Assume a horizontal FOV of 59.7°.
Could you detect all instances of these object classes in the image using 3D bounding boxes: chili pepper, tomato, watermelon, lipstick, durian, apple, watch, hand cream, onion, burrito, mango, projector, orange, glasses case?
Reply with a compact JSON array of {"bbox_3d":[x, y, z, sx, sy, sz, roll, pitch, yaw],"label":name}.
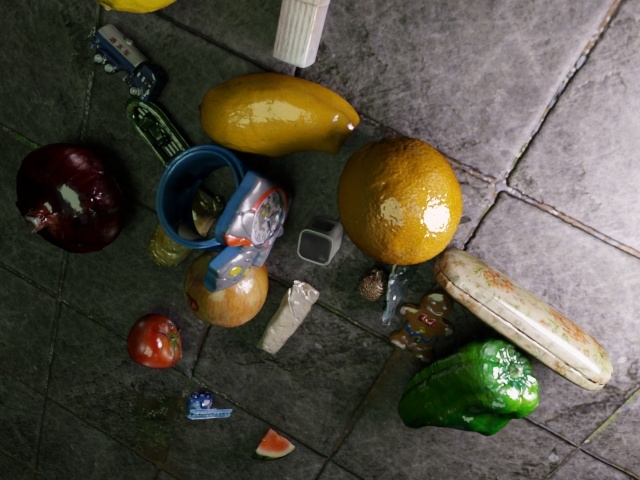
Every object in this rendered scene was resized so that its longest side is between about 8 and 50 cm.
[{"bbox_3d":[0.330,0.364,1.281,0.213,0.167,0.385,32,143,-7],"label":"chili pepper"},{"bbox_3d":[-0.488,0.296,1.625,0.167,0.167,0.167,9,118,18],"label":"tomato"},{"bbox_3d":[-0.157,0.623,1.698,0.125,0.135,0.094,-3,77,26],"label":"watermelon"},{"bbox_3d":[-0.014,-0.529,1.070,0.080,0.076,0.371,22,121,9],"label":"lipstick"},{"bbox_3d":[0.125,0.103,1.326,0.080,0.080,0.091,20,143,12],"label":"durian"},{"bbox_3d":[-0.236,0.111,1.402,0.211,0.211,0.188,19,127,13],"label":"apple"},{"bbox_3d":[-0.242,-0.052,1.290,0.274,0.241,0.305,27,90,20],"label":"watch"},{"bbox_3d":[0.196,0.085,1.293,0.052,0.075,0.247,35,122,37],"label":"hand cream"},{"bbox_3d":[-0.657,-0.103,1.448,0.314,0.232,0.314,10,118,19],"label":"onion"},{"bbox_3d":[-0.098,0.216,1.486,0.082,0.059,0.275,28,123,-10],"label":"burrito"},{"bbox_3d":[-0.094,-0.268,1.198,0.359,0.144,0.187,1,127,15],"label":"mango"},{"bbox_3d":[0.000,0.000,1.324,0.083,0.082,0.083,18,120,12],"label":"projector"},{"bbox_3d":[0.157,-0.084,1.134,0.264,0.264,0.264,9,118,18],"label":"orange"},{"bbox_3d":[0.428,0.162,1.188,0.425,0.156,0.098,35,114,3],"label":"glasses case"}]

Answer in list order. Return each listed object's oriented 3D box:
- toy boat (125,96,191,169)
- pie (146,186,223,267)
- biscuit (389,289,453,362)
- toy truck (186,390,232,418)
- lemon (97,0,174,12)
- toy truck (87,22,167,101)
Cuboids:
[{"bbox_3d":[-0.400,-0.263,1.373,0.104,0.052,0.210,-30,102,33],"label":"toy boat"},{"bbox_3d":[-0.360,-0.036,1.463,0.128,0.068,0.282,41,119,-2],"label":"pie"},{"bbox_3d":[0.253,0.203,1.356,0.138,0.031,0.205,29,121,7],"label":"biscuit"},{"bbox_3d":[-0.348,0.515,1.739,0.136,0.074,0.063,5,128,-27],"label":"toy truck"},{"bbox_3d":[-0.342,-0.590,1.067,0.285,0.285,0.316,25,153,9],"label":"lemon"},{"bbox_3d":[-0.454,-0.421,1.310,0.202,0.074,0.088,44,114,-2],"label":"toy truck"}]
